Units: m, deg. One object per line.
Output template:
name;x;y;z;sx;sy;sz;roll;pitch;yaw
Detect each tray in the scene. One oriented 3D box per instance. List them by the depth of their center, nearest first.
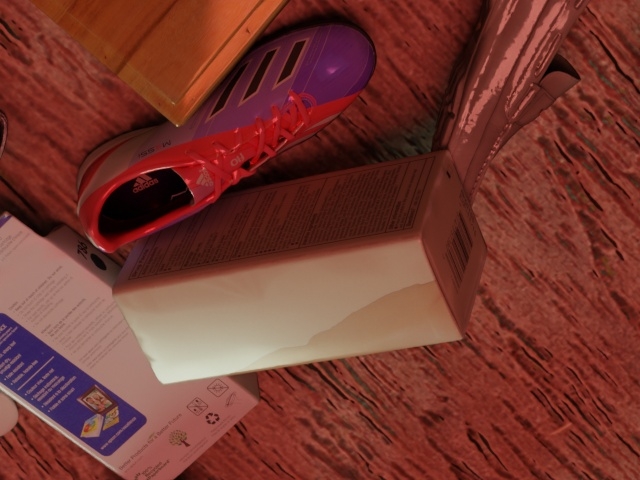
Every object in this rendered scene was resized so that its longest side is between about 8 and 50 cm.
tray;-0.066;-0.315;1.596;0.203;0.076;0.411;40;108;-3

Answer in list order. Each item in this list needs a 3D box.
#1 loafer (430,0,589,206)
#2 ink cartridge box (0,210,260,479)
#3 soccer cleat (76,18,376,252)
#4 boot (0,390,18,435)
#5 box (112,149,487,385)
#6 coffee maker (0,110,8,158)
loafer;0.183;-0.155;1.726;0.111;0.112;0.319;18;115;-6
ink cartridge box;-0.233;0.104;1.852;0.165;0.065;0.333;-41;117;17
soccer cleat;-0.084;-0.090;1.729;0.318;0.116;0.108;-29;118;10
boot;-0.372;0.127;1.852;0.069;0.086;0.190;-36;142;8
box;-0.018;0.027;1.734;0.311;0.148;0.121;-10;123;24
coffee maker;-0.370;-0.060;1.680;0.171;0.178;0.120;1;118;-7
